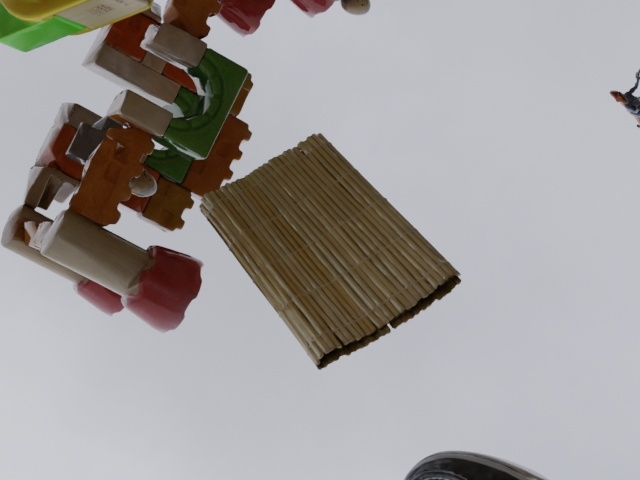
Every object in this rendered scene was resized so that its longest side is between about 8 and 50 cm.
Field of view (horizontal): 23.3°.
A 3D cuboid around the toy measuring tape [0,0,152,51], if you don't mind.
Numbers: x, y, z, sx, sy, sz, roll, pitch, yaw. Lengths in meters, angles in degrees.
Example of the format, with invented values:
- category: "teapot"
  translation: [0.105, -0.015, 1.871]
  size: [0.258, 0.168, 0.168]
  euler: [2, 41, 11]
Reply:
- category: "toy measuring tape"
  translation: [-0.186, -0.263, 1.393]
  size: [0.121, 0.330, 0.121]
  euler: [35, -133, -49]

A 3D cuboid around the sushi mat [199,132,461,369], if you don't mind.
- category: "sushi mat"
  translation: [0.000, 0.000, 1.477]
  size: [0.151, 0.019, 0.316]
  euler: [-31, -143, -8]

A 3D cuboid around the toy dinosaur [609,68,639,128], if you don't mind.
- category: "toy dinosaur"
  translation: [0.367, -0.155, 1.819]
  size: [0.082, 0.090, 0.047]
  euler: [6, -133, -21]

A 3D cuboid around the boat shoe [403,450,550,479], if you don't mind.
- category: "boat shoe"
  translation: [0.122, 0.219, 0.979]
  size: [0.102, 0.108, 0.301]
  euler: [25, -168, -37]

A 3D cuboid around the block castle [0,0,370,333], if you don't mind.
- category: "block castle"
  translation: [-0.146, -0.130, 1.706]
  size: [0.212, 0.303, 0.453]
  euler: [28, -99, -21]
